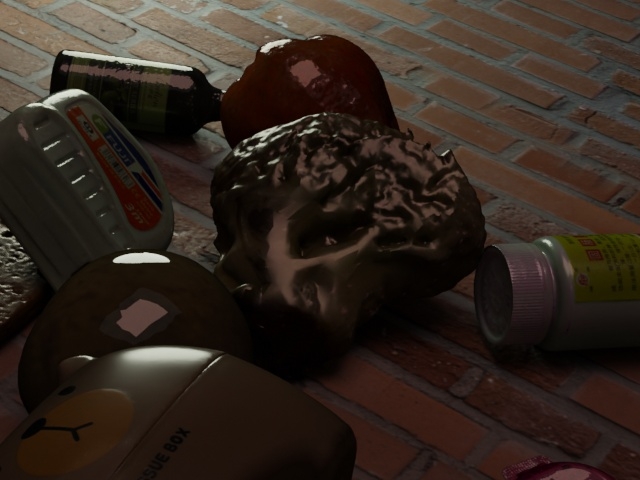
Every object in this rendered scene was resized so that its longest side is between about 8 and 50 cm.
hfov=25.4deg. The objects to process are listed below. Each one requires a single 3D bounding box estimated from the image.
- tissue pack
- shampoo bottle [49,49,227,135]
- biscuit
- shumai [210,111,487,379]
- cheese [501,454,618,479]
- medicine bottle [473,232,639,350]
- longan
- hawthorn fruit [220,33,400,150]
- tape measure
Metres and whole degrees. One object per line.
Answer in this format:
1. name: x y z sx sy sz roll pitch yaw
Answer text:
1. tissue pack: -0.159 0.267 1.169 0.277 0.267 0.387 18 36 17
2. shampoo bottle: -0.234 -0.203 2.003 0.284 0.101 0.101 8 34 -2
3. biscuit: -0.421 0.027 1.668 0.278 0.043 0.301 -2 36 -22
4. shumai: -0.001 0.001 1.648 0.346 0.217 0.283 20 35 16
5. cheese: 0.264 0.290 1.371 0.155 0.062 0.244 -18 39 -24
6. medicine bottle: 0.310 0.062 1.700 0.225 0.139 0.139 -2 35 -15
7. longan: -0.185 0.116 1.450 0.246 0.215 0.246 14 7 -2
8. hawthorn fruit: 0.006 -0.149 1.887 0.224 0.224 0.261 -25 60 -40
9. tape measure: -0.286 -0.047 1.673 0.243 0.125 0.246 54 23 -5
